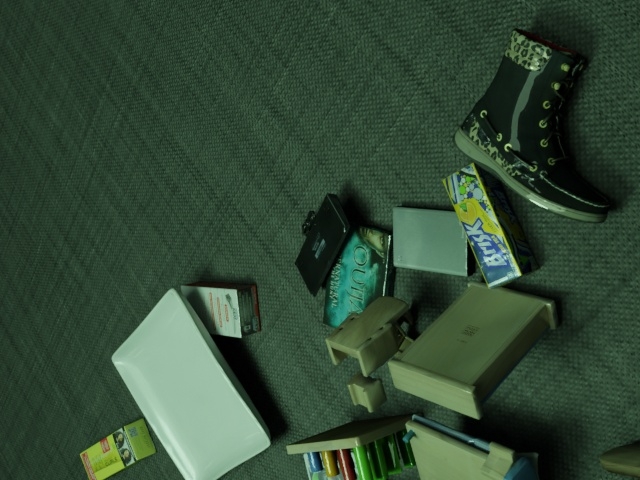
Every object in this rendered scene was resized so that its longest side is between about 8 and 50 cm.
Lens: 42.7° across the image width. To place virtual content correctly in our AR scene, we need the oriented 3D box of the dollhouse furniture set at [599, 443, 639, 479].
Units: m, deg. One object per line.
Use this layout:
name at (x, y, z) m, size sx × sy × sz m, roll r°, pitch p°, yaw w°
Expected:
dollhouse furniture set at (0.296, 0.481, 0.982) m, size 0.256 × 0.394 × 0.362 m, roll -22°, pitch 85°, yaw 68°

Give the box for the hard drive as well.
hard drive at (0.169, -0.001, 1.228) m, size 0.135 × 0.022 × 0.094 m, roll 7°, pitch 102°, yaw 42°

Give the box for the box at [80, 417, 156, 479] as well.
box at (-0.470, 0.491, 1.894) m, size 0.232 × 0.058 × 0.087 m, roll -34°, pitch 75°, yaw 42°

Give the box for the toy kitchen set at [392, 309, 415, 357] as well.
toy kitchen set at (0.143, 0.145, 1.254) m, size 0.075 × 0.083 × 0.068 m, roll 22°, pitch 71°, yaw 38°

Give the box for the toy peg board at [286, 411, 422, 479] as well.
toy peg board at (0.062, 0.336, 1.294) m, size 0.160 × 0.161 × 0.079 m, roll -20°, pitch 80°, yaw 43°

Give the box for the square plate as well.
square plate at (-0.259, 0.304, 1.630) m, size 0.344 × 0.049 × 0.347 m, roll 55°, pitch 136°, yaw 9°

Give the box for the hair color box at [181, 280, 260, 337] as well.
hair color box at (-0.193, 0.130, 1.570) m, size 0.167 × 0.053 × 0.093 m, roll 1°, pitch 100°, yaw 44°

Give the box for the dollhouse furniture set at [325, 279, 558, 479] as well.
dollhouse furniture set at (0.207, 0.237, 1.186) m, size 0.286 × 0.198 × 0.304 m, roll 14°, pitch 131°, yaw 44°

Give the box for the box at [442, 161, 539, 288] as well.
box at (0.236, -0.023, 1.139) m, size 0.059 × 0.054 × 0.169 m, roll -30°, pitch 77°, yaw 42°

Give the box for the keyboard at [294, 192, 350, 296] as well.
keyboard at (0.000, 0.000, 1.361) m, size 0.108 × 0.023 × 0.180 m, roll 61°, pitch 143°, yaw 32°

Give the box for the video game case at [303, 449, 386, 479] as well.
video game case at (0.055, 0.459, 1.423) m, size 0.173 × 0.022 × 0.191 m, roll -15°, pitch 88°, yaw 44°

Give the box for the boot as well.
boot at (0.293, -0.146, 1.042) m, size 0.236 × 0.085 × 0.179 m, roll 40°, pitch 120°, yaw 31°

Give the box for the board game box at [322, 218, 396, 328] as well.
board game box at (0.064, 0.065, 1.336) m, size 0.126 × 0.026 × 0.186 m, roll 17°, pitch 109°, yaw 41°
